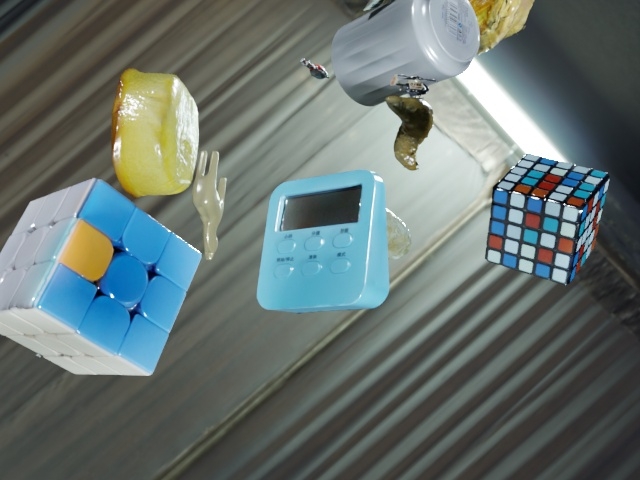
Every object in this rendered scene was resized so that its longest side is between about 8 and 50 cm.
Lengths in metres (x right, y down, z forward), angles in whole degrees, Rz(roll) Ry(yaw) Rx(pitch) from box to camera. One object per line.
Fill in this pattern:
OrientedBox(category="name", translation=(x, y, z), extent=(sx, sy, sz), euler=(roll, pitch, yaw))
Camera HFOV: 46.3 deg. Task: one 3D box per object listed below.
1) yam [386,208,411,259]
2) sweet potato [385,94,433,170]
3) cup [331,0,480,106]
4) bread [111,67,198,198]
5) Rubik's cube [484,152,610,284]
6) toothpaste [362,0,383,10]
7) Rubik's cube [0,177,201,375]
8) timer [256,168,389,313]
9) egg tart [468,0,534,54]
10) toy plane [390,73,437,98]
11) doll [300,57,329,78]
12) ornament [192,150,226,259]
OrientedBox(category="yam", translation=(0.108, -0.028, 1.724), extent=(0.133, 0.133, 0.330), euler=(46, 13, 35))
OrientedBox(category="sweet potato", translation=(0.243, -0.301, 1.979), extent=(0.098, 0.124, 0.310), euler=(39, -15, 26))
OrientedBox(category="cup", translation=(0.245, -0.515, 1.944), extent=(0.327, 0.323, 0.237), euler=(-13, -74, 47))
OrientedBox(category="bread", translation=(-0.348, -0.221, 1.559), extent=(0.270, 0.148, 0.270), euler=(1, 90, -83))
OrientedBox(category="Rubik's cube", translation=(0.458, -0.045, 1.522), extent=(0.182, 0.187, 0.184), euler=(20, -51, 29))
OrientedBox(category="toothpaste", translation=(0.185, -0.639, 1.806), extent=(0.039, 0.062, 0.239), euler=(51, -46, 4))
OrientedBox(category="Rubik's cube", translation=(-0.474, 0.087, 1.526), extent=(0.291, 0.290, 0.292), euler=(-9, -37, 43))
OrientedBox(category="timer", translation=(0.000, 0.000, 1.333), extent=(0.091, 0.232, 0.250), euler=(17, 69, -56))
OrientedBox(category="egg tart", translation=(0.469, -0.650, 1.984), extent=(0.150, 0.352, 0.352), euler=(6, 10, -18))
OrientedBox(category="toy plane", translation=(0.209, -0.357, 1.726), extent=(0.121, 0.049, 0.031), euler=(16, -7, 36))
OrientedBox(category="doll", translation=(-0.011, -0.483, 2.138), extent=(0.057, 0.039, 0.114), euler=(-6, -20, 37))
OrientedBox(category="ornament", translation=(-0.307, -0.089, 2.079), extent=(0.061, 0.245, 0.230), euler=(4, -25, 5))
